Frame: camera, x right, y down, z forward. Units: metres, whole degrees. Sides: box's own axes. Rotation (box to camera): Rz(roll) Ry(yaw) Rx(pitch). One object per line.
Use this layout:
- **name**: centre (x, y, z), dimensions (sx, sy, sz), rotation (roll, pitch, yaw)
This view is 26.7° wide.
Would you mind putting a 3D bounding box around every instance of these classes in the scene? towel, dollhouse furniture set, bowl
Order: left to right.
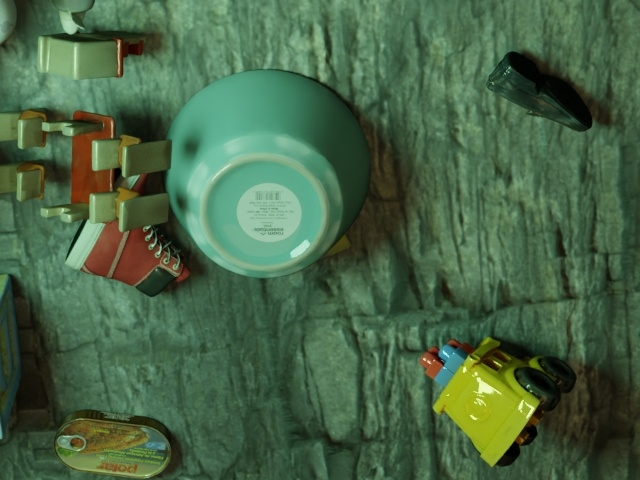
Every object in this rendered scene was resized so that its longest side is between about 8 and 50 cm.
- **dollhouse furniture set**: centre (-0.312, -0.153, 1.849), dimensions (0.262, 0.135, 0.259), rotation (15, 108, 35)
- **bowl**: centre (-0.080, -0.071, 1.918), dimensions (0.312, 0.163, 0.311), rotation (0, 115, 0)
- **towel**: centre (0.000, 0.000, 2.048), dimensions (0.083, 0.009, 0.060), rotation (-24, 116, 10)

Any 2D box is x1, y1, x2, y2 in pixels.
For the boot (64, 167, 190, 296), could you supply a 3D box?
- **boot**: centre (-0.250, -0.025, 1.976), dimensions (0.176, 0.088, 0.244), rotation (23, 126, -14)

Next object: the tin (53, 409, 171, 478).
- **tin**: centre (-0.336, 0.330, 2.186), dimensions (0.190, 0.040, 0.106), rotation (9, 112, -7)

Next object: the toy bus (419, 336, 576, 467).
- **toy bus**: centre (0.265, 0.222, 2.097), dimensions (0.211, 0.220, 0.149), rotation (37, 114, 16)

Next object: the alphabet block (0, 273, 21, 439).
- **alphabet block**: centre (-0.564, 0.172, 2.007), dimensions (0.197, 0.193, 0.192), rotation (-2, 115, -2)

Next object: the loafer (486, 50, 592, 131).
- **loafer**: centre (0.316, -0.205, 1.940), dimensions (0.170, 0.062, 0.061), rotation (34, 133, -14)

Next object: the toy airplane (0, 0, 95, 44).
- **toy airplane**: centre (-0.440, -0.350, 1.632), dimensions (0.386, 0.272, 0.384), rotation (-35, 150, -6)
